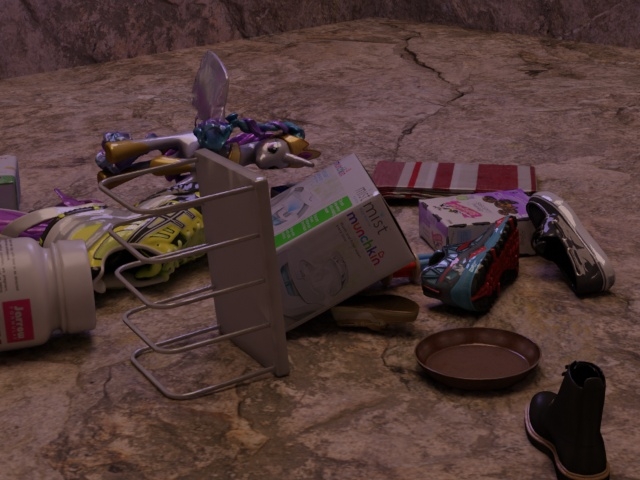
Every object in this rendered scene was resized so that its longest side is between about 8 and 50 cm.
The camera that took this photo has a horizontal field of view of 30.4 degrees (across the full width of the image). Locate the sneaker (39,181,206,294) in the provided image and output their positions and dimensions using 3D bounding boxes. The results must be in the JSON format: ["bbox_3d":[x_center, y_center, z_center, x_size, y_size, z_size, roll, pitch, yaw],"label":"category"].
[{"bbox_3d":[-0.264,0.010,1.942,0.385,0.145,0.147,-18,45,-33],"label":"sneaker"}]

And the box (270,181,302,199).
[{"bbox_3d":[-0.004,-0.063,2.169,0.137,0.072,0.126,-12,22,-27],"label":"box"}]

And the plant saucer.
[{"bbox_3d":[0.208,0.159,1.563,0.168,0.029,0.168,-1,19,0],"label":"plant saucer"}]

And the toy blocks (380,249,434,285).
[{"bbox_3d":[0.106,0.034,1.902,0.148,0.054,0.123,-8,18,-22],"label":"toy blocks"}]

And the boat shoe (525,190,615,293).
[{"bbox_3d":[0.376,0.006,1.865,0.076,0.080,0.228,-17,47,-15],"label":"boat shoe"}]

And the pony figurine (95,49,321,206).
[{"bbox_3d":[-0.225,-0.164,2.188,0.363,0.302,0.351,-17,29,-26],"label":"pony figurine"}]

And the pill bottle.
[{"bbox_3d":[-0.470,0.080,1.669,0.283,0.160,0.160,-8,20,-15],"label":"pill bottle"}]

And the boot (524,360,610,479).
[{"bbox_3d":[0.284,0.179,1.329,0.077,0.137,0.198,-5,18,-9],"label":"boot"}]

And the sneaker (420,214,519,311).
[{"bbox_3d":[0.234,0.024,1.842,0.125,0.104,0.262,5,20,25],"label":"sneaker"}]

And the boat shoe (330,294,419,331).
[{"bbox_3d":[0.080,0.107,1.702,0.135,0.045,0.050,4,27,25],"label":"boat shoe"}]

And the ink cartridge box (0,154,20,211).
[{"bbox_3d":[-0.674,-0.097,2.317,0.154,0.093,0.212,-5,21,-11],"label":"ink cartridge box"}]

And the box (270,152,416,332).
[{"bbox_3d":[0.000,0.000,1.779,0.231,0.126,0.262,-29,18,3],"label":"box"}]

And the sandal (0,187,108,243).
[{"bbox_3d":[-0.487,-0.039,2.106,0.416,0.102,0.169,2,20,10],"label":"sandal"}]

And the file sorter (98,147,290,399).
[{"bbox_3d":[-0.173,0.046,1.568,0.173,0.277,0.193,-16,23,-25],"label":"file sorter"}]

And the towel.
[{"bbox_3d":[0.266,-0.116,2.356,0.329,0.037,0.237,2,17,9],"label":"towel"}]

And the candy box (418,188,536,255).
[{"bbox_3d":[0.285,-0.026,2.030,0.196,0.070,0.165,-6,20,-12],"label":"candy box"}]
